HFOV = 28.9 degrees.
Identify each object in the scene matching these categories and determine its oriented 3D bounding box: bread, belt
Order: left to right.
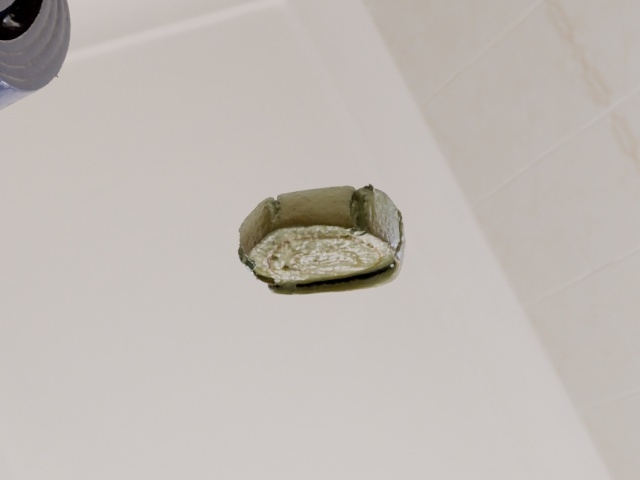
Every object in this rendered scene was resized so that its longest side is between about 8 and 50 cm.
[{"bbox_3d":[-0.326,-0.217,1.095,0.212,0.117,0.347,61,-168,-22],"label":"belt"},{"bbox_3d":[0.000,0.000,1.145,0.156,0.117,0.064,-3,-126,4],"label":"bread"}]
